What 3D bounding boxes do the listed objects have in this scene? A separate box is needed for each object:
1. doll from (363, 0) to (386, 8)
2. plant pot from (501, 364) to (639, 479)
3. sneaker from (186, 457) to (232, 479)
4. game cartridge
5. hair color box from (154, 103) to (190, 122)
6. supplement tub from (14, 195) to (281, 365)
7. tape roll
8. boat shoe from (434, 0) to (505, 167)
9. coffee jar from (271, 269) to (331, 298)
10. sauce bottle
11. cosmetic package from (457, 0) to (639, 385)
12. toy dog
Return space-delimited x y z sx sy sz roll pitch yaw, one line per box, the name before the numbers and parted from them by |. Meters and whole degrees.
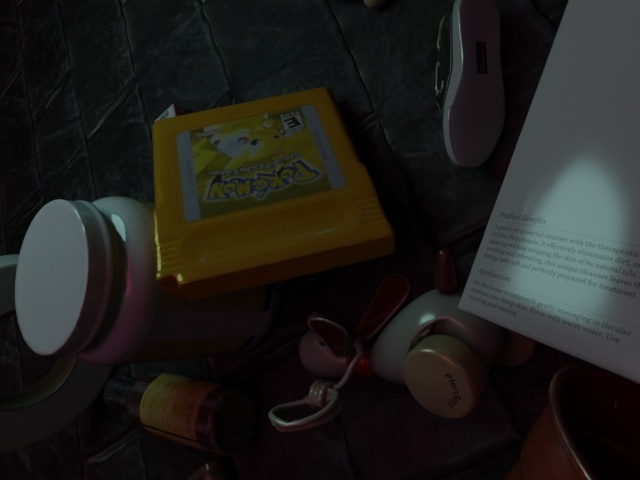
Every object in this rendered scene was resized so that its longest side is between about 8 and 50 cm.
doll | 0.051 -0.432 0.809 0.129 0.046 0.188 -34 70 20
plant pot | 0.239 0.296 0.434 0.272 0.273 0.265 45 120 34
sneaker | -0.216 0.454 0.883 0.188 0.066 0.071 -51 57 22
game cartridge | -0.082 -0.081 0.703 0.286 0.052 0.323 -13 48 -5
hair color box | -0.290 -0.197 1.051 0.072 0.043 0.141 -29 68 32
supplement tub | -0.248 0.064 0.793 0.241 0.331 0.240 -7 79 38
tape roll | -0.587 0.217 1.008 0.072 0.392 0.391 15 93 39
boat shoe | 0.185 -0.199 0.659 0.070 0.078 0.219 -179 93 -73
coffee jar | 0.000 0.000 0.766 0.184 0.079 0.096 -42 53 27
sauce bottle | -0.267 0.291 0.918 0.345 0.111 0.111 -1 83 38
cosmetic package | 0.290 -0.068 0.443 0.197 0.155 0.365 23 92 59
toy dog | 0.081 0.100 0.626 0.334 0.220 0.160 -15 96 27
